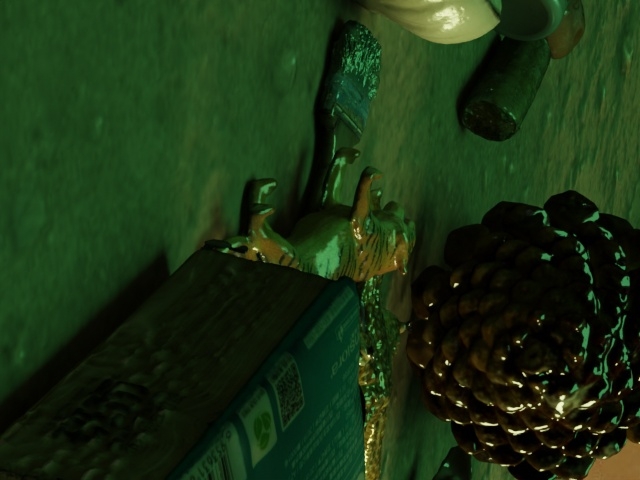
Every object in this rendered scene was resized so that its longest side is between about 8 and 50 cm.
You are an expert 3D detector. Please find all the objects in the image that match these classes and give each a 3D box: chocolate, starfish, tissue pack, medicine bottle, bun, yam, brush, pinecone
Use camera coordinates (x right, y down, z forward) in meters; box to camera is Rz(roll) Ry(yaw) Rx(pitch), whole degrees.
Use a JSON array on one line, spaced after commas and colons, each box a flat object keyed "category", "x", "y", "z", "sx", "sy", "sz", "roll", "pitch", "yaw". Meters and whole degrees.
[{"category": "chocolate", "x": 0.246, "y": -0.220, "z": 1.853, "sx": 0.100, "sy": 0.031, "sz": 0.064, "roll": 62, "pitch": 46, "yaw": -58}, {"category": "starfish", "x": 0.029, "y": 0.121, "z": 1.417, "sx": 0.231, "sy": 0.048, "sz": 0.295, "roll": -59, "pitch": 154, "yaw": -67}, {"category": "tissue pack", "x": -0.078, "y": 0.145, "z": 1.037, "sx": 0.271, "sy": 0.134, "sz": 0.192, "roll": -46, "pitch": 140, "yaw": -56}, {"category": "medicine bottle", "x": 0.190, "y": -0.247, "z": 1.637, "sx": 0.080, "sy": 0.080, "sz": 0.130, "roll": 71, "pitch": 35, "yaw": -49}, {"category": "bun", "x": 0.065, "y": -0.199, "z": 1.337, "sx": 0.138, "sy": 0.094, "sz": 0.138, "roll": 60, "pitch": 12, "yaw": -21}, {"category": "yam", "x": 0.168, "y": -0.139, "z": 1.659, "sx": 0.132, "sy": 0.054, "sz": 0.054, "roll": -59, "pitch": 149, "yaw": -46}, {"category": "brush", "x": 0.008, "y": -0.060, "z": 1.332, "sx": 0.070, "sy": 0.021, "sz": 0.196, "roll": 41, "pitch": 60, "yaw": -63}, {"category": "pinecone", "x": 0.193, "y": 0.078, "z": 1.597, "sx": 0.292, "sy": 0.246, "sz": 0.246, "roll": -15, "pitch": 113, "yaw": -85}]

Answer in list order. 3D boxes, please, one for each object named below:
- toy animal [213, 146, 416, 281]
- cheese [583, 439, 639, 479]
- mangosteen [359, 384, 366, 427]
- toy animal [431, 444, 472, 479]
[{"category": "toy animal", "x": 0.000, "y": 0.000, "z": 1.262, "sx": 0.241, "sy": 0.057, "sz": 0.099, "roll": -26, "pitch": 122, "yaw": -51}, {"category": "cheese", "x": 0.379, "y": 0.283, "z": 2.252, "sx": 0.203, "sy": 0.128, "sz": 0.177, "roll": -37, "pitch": 133, "yaw": -66}, {"category": "mangosteen", "x": -0.009, "y": 0.121, "z": 1.282, "sx": 0.081, "sy": 0.081, "sz": 0.081, "roll": 8, "pitch": 90, "yaw": -68}, {"category": "toy animal", "x": 0.099, "y": 0.277, "z": 1.611, "sx": 0.179, "sy": 0.089, "sz": 0.188, "roll": 99, "pitch": 9, "yaw": -55}]
